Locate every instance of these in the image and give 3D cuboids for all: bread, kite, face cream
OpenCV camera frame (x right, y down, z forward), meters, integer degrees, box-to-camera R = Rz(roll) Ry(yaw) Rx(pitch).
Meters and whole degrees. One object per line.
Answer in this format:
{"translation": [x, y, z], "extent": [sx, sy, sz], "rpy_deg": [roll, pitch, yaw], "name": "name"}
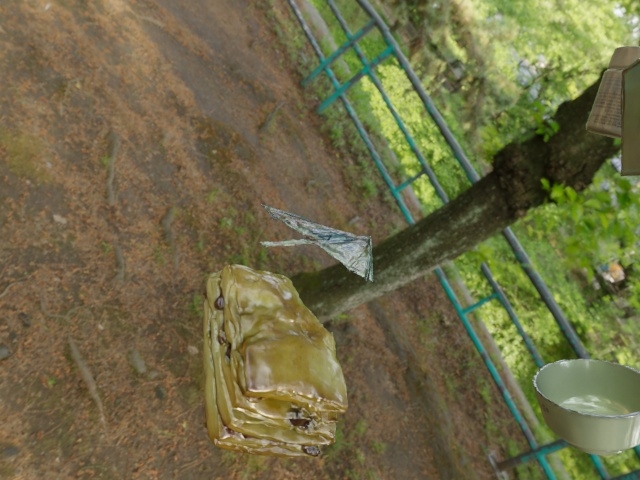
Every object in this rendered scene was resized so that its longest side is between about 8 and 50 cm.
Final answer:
{"translation": [-0.082, 0.237, 1.104], "extent": [0.314, 0.191, 0.370], "rpy_deg": [21, 53, -35], "name": "bread"}
{"translation": [0.000, 0.001, 1.295], "extent": [0.368, 0.014, 0.406], "rpy_deg": [-3, 29, -45], "name": "kite"}
{"translation": [0.586, -0.248, 0.960], "extent": [0.177, 0.153, 0.177], "rpy_deg": [14, 18, -4], "name": "face cream"}

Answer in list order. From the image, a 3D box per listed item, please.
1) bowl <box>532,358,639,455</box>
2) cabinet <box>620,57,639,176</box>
{"translation": [0.501, 0.311, 0.984], "extent": [0.211, 0.211, 0.112], "rpy_deg": [-37, 120, -64], "name": "bowl"}
{"translation": [0.452, -0.149, 0.620], "extent": [0.206, 0.150, 0.145], "rpy_deg": [-20, 109, -73], "name": "cabinet"}
